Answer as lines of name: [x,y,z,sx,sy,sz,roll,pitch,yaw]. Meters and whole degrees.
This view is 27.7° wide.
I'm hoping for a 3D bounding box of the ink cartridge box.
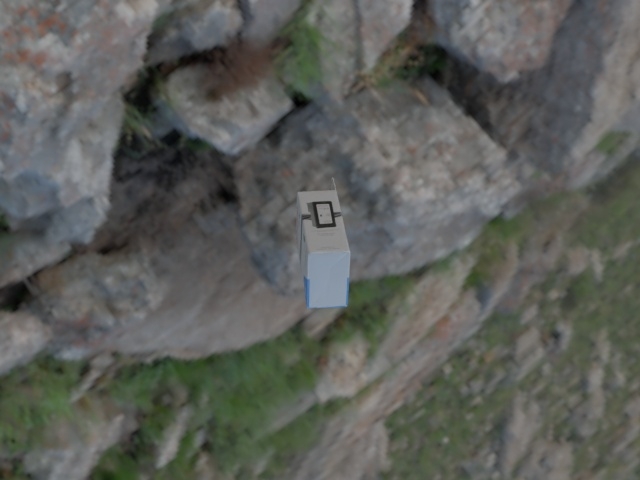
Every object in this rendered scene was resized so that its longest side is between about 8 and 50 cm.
ink cartridge box: [0.000,0.000,0.865,0.028,0.083,0.048,-3,129,-6]
